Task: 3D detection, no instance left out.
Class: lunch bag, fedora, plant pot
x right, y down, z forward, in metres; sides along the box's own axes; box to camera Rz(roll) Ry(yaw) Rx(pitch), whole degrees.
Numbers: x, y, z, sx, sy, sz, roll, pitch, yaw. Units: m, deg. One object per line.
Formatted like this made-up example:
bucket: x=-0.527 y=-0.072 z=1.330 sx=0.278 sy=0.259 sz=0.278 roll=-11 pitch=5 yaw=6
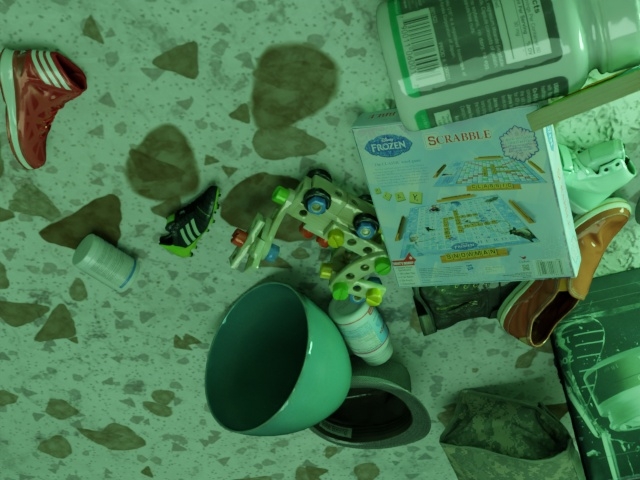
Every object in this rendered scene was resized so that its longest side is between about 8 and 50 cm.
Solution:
lunch bag: x=0.428 y=0.455 z=2.251 sx=0.287 sy=0.169 sz=0.235 roll=7 pitch=141 yaw=33
fedora: x=0.095 y=0.318 z=2.195 sx=0.275 sy=0.124 sz=0.244 roll=-17 pitch=129 yaw=26
plant pot: x=-0.054 y=0.246 z=2.035 sx=0.195 sy=0.290 sz=0.290 roll=25 pitch=128 yaw=-38

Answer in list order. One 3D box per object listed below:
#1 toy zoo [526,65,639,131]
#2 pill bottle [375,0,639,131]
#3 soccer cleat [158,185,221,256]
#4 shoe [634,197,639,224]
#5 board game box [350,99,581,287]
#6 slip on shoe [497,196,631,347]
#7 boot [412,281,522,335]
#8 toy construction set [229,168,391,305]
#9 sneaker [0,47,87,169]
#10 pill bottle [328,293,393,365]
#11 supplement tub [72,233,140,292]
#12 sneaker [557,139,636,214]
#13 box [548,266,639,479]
toy zoo: x=0.455 y=-0.238 z=1.620 sx=0.192 sy=0.293 sz=0.030 roll=-20 pitch=94 yaw=37
pill bottle: x=0.277 y=-0.298 z=1.581 sx=0.361 sy=0.204 sz=0.204 roll=-13 pitch=132 yaw=9
soccer cleat: x=-0.234 y=-0.035 z=1.905 sx=0.072 sy=0.060 sz=0.179 roll=21 pitch=131 yaw=-18
shoe: x=0.626 y=-0.091 z=1.885 sx=0.081 sy=0.063 sz=0.178 roll=5 pitch=138 yaw=-8
board game box: x=0.243 y=-0.077 z=1.766 sx=0.318 sy=0.066 sz=0.318 roll=-4 pitch=119 yaw=25
slip on shoe: x=0.459 y=0.062 z=1.952 sx=0.123 sy=0.101 sz=0.331 roll=18 pitch=116 yaw=-45
boot: x=0.284 y=0.071 z=2.016 sx=0.229 sy=0.091 sz=0.263 roll=-14 pitch=136 yaw=3
toy construction set: x=0.000 y=0.000 z=1.898 sx=0.327 sy=0.151 sz=0.215 roll=17 pitch=131 yaw=-31
sneaker: x=-0.437 y=-0.207 z=1.722 sx=0.128 sy=0.087 sz=0.221 roll=-1 pitch=134 yaw=1
pill bottle: x=0.083 y=0.172 z=2.087 sx=0.087 sy=0.087 sz=0.160 roll=-19 pitch=131 yaw=15
supplement tub: x=-0.393 y=0.042 z=1.963 sx=0.071 sy=0.071 sz=0.107 roll=-36 pitch=124 yaw=27
sneaker: x=0.421 y=-0.148 z=1.798 sx=0.256 sy=0.094 sz=0.151 roll=26 pitch=132 yaw=-35
box: x=0.696 y=0.291 z=1.959 sx=0.479 sy=0.472 sz=0.297 roll=-14 pitch=132 yaw=10
